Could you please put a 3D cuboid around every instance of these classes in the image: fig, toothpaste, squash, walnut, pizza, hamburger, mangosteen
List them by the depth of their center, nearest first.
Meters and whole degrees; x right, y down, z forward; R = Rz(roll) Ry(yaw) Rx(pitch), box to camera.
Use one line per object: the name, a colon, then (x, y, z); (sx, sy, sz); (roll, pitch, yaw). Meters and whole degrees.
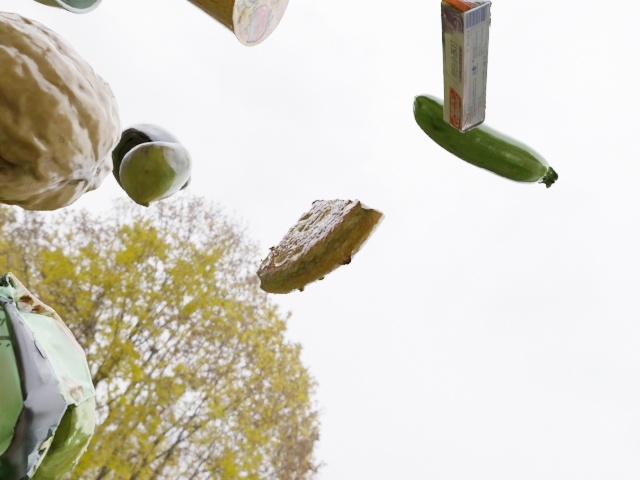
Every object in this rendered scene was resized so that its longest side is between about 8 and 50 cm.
hamburger: (-0.286, 0.167, 0.472); (0.235, 0.214, 0.125); (49, 1, 24)
walnut: (-0.382, -0.159, 0.719); (0.257, 0.257, 0.224); (31, -42, -7)
toothpaste: (0.184, -0.222, 0.738); (0.047, 0.040, 0.196); (48, -13, 33)
pizza: (0.000, 0.000, 1.152); (0.086, 0.226, 0.335); (41, -54, -21)
fig: (-0.338, -0.147, 1.190); (0.153, 0.136, 0.120); (-31, -85, -2)
squash: (0.385, -0.228, 1.384); (0.395, 0.107, 0.107); (28, -49, 1)
mangosteen: (-0.465, -0.216, 1.598); (0.243, 0.243, 0.243); (9, -50, 11)

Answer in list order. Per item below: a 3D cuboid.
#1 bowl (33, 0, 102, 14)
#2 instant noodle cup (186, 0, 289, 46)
bowl: (-0.578, -0.608, 1.179); (0.146, 0.289, 0.289); (-1, -53, 14)
instant noodle cup: (-0.178, -0.537, 1.197); (0.172, 0.216, 0.215); (31, -47, 14)
